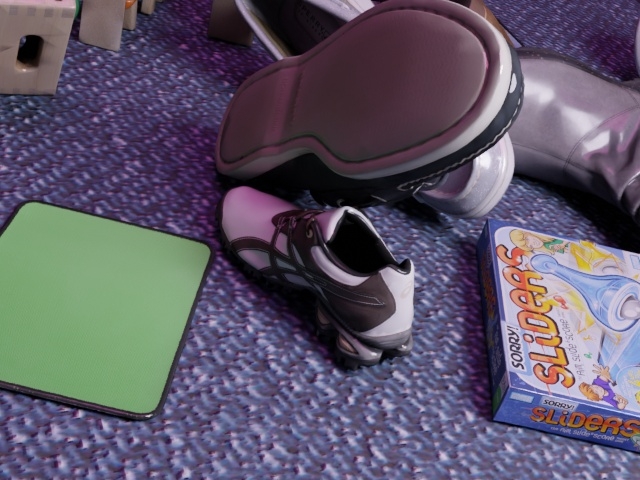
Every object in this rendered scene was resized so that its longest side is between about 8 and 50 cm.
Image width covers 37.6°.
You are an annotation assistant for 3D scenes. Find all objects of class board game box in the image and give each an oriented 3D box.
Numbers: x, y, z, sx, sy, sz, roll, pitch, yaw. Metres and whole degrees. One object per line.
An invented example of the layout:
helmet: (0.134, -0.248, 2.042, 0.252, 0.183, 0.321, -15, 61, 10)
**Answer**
board game box: (0.191, 0.066, 0.706, 0.136, 0.035, 0.201, 13, 35, -5)

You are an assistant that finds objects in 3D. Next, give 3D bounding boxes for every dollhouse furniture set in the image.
dollhouse furniture set: (-0.175, -0.314, 0.997, 0.259, 0.135, 0.262, 15, 35, -1)

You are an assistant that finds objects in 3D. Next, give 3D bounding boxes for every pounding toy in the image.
pounding toy: (-0.277, -0.235, 0.832, 0.094, 0.181, 0.206, -3, 66, -25)

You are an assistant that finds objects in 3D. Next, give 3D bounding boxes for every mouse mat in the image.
mouse mat: (-0.161, 0.039, 0.634, 0.152, 0.007, 0.190, 14, 34, -2)

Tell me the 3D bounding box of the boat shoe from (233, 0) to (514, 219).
boat shoe: (0.039, -0.137, 0.826, 0.103, 0.118, 0.320, -7, 50, -44)

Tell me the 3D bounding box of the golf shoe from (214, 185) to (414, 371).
golf shoe: (0.000, 0.000, 0.675, 0.077, 0.094, 0.198, -21, 48, -39)

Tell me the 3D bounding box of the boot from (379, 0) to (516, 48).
boot: (0.144, -0.240, 1.043, 0.115, 0.112, 0.305, 36, 23, -25)

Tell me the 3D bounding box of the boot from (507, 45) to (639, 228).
boot: (0.263, -0.064, 0.853, 0.338, 0.118, 0.223, -1, 43, -15)

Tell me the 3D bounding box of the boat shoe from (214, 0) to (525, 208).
boat shoe: (0.043, -0.080, 0.685, 0.113, 0.340, 0.127, 20, 74, -30)

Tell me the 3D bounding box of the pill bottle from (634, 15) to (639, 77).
pill bottle: (0.486, -0.228, 1.085, 0.121, 0.121, 0.216, -17, 20, -38)

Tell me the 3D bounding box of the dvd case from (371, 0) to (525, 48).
dvd case: (0.126, -0.234, 1.103, 0.253, 0.022, 0.180, -1, 38, -22)
